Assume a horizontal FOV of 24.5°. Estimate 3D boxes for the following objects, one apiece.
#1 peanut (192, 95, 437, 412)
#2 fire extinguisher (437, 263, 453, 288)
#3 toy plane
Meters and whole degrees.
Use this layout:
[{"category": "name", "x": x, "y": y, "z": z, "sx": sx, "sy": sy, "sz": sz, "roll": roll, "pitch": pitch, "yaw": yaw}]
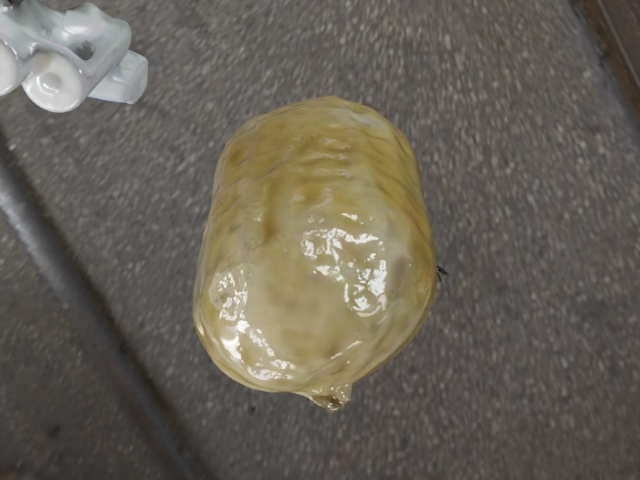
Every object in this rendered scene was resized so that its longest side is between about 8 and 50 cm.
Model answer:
[{"category": "peanut", "x": 0.000, "y": 0.000, "z": 0.790, "sx": 0.129, "sy": 0.224, "sz": 0.129, "roll": 3, "pitch": 126, "yaw": 5}, {"category": "fire extinguisher", "x": 0.060, "y": 0.034, "z": 1.161, "sx": 0.083, "sy": 0.025, "sz": 0.038, "roll": -26, "pitch": 91, "yaw": -4}, {"category": "toy plane", "x": -0.202, "y": -0.143, "z": 0.721, "sx": 0.266, "sy": 0.267, "sz": 0.123, "roll": 27, "pitch": 119, "yaw": -4}]
